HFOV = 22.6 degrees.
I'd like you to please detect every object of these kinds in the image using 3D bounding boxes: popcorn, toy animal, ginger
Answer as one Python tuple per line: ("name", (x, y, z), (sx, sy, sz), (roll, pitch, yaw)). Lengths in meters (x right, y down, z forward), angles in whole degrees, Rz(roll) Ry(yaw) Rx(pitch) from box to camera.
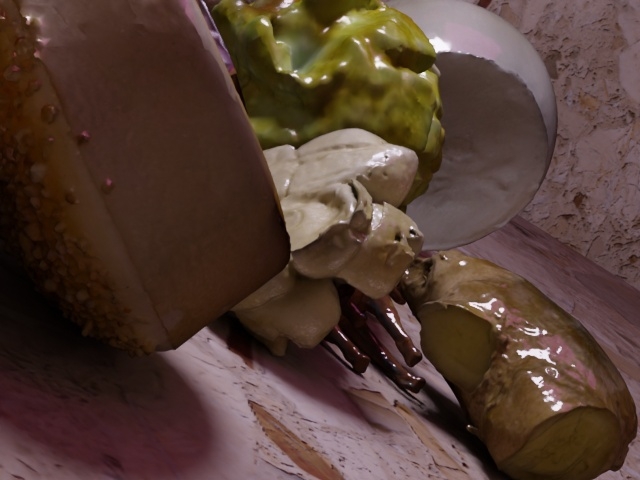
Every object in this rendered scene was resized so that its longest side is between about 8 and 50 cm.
("popcorn", (-0.024, -0.116, 1.470), (0.282, 0.282, 0.247), (10, 61, -68))
("toy animal", (0.039, 0.053, 1.419), (0.224, 0.066, 0.229), (30, 13, -38))
("ginger", (0.164, 0.093, 1.356), (0.219, 0.123, 0.270), (20, 32, -44))

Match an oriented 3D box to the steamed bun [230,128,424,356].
("steamed bun", (0.000, 0.000, 1.244), (0.106, 0.192, 0.177), (63, 1, -31))

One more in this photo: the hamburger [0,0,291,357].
("hamburger", (-0.134, -0.069, 0.958), (0.302, 0.170, 0.302), (158, -90, -87))

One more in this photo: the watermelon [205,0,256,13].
("watermelon", (-0.168, -0.224, 1.596), (0.262, 0.212, 0.201), (19, 13, 20))

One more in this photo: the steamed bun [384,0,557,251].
("steamed bun", (0.126, -0.148, 1.961), (0.324, 0.324, 0.206), (29, 20, -21))

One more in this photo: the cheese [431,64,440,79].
("cheese", (-0.036, -0.172, 1.776), (0.124, 0.242, 0.265), (22, 15, -50))
